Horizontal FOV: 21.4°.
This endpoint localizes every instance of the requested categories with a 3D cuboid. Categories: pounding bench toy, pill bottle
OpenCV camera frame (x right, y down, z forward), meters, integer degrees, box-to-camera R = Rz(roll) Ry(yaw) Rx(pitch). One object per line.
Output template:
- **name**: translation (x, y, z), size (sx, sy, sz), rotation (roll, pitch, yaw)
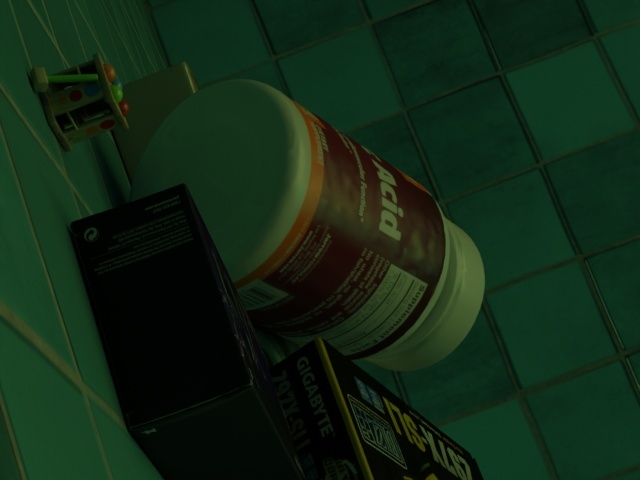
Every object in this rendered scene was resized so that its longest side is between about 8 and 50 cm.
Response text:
- **pounding bench toy**: translation (-0.201, -0.125, 1.426), size (0.083, 0.065, 0.052), rotation (70, 0, -63)
- **pill bottle**: translation (0.000, 0.000, 1.833), size (0.392, 0.224, 0.224), rotation (29, 32, -48)

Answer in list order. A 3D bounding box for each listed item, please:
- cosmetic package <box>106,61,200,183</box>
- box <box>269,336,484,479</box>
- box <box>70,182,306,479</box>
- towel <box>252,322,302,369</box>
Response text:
- **cosmetic package**: translation (-0.151, -0.039, 2.020), size (0.160, 0.113, 0.309), rotation (66, 4, -84)
- **box**: translation (0.086, 0.262, 1.557), size (0.322, 0.079, 0.257), rotation (41, 20, -47)
- **box**: translation (-0.099, 0.103, 1.359), size (0.261, 0.103, 0.184), rotation (70, 2, -62)
- **towel**: translation (-0.029, 0.276, 1.954), size (0.320, 0.090, 0.374), rotation (42, 33, -83)
